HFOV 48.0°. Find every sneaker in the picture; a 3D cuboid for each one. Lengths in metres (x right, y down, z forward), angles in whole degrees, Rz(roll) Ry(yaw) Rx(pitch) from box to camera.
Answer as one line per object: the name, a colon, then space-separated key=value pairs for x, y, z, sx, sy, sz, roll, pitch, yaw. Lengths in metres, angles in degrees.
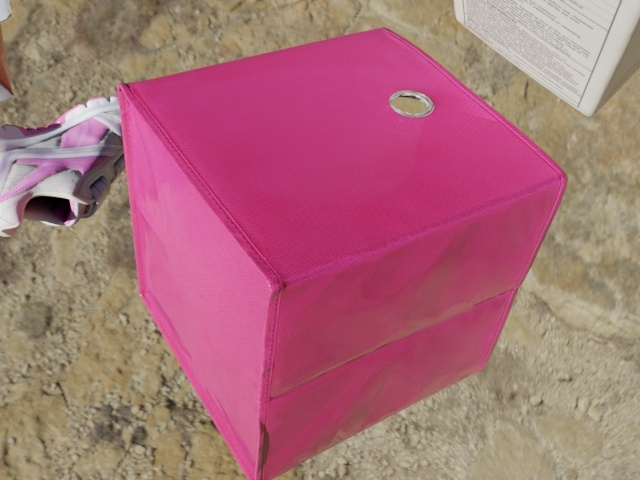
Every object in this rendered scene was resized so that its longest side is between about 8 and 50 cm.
sneaker: x=-0.263 y=-0.073 z=0.766 sx=0.252 sy=0.103 sz=0.111 roll=-26 pitch=85 yaw=-36

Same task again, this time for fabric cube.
fabric cube: x=0.000 y=0.000 z=0.627 sx=0.258 sy=0.259 sz=0.254 roll=-19 pitch=50 yaw=-26

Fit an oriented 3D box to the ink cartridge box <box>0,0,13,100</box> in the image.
ink cartridge box: x=-0.538 y=-0.325 z=0.995 sx=0.271 sy=0.130 sz=0.309 roll=-21 pitch=65 yaw=1

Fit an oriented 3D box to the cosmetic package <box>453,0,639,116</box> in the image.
cosmetic package: x=0.173 y=-0.206 z=0.451 sx=0.153 sy=0.296 sz=0.129 roll=42 pitch=95 yaw=13
